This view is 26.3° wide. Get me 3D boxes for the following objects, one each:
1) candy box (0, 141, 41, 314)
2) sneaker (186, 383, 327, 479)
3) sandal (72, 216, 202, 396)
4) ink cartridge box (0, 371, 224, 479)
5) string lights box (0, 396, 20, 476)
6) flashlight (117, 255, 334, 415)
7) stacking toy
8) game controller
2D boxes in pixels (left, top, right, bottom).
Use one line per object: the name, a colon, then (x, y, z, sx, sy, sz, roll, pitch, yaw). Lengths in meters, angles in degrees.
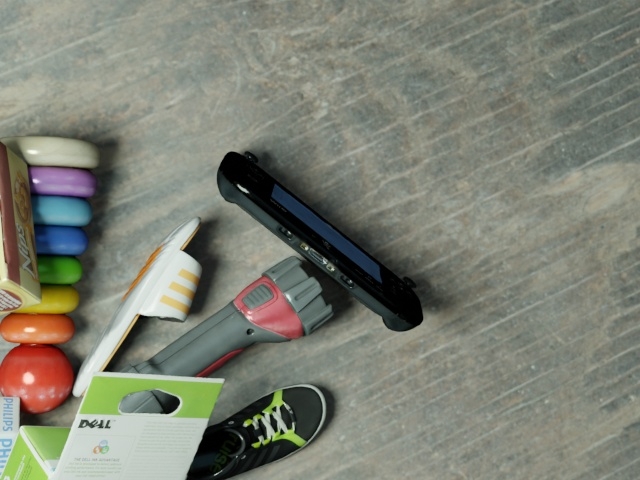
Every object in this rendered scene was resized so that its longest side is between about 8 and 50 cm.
candy box: (-0.482, 0.020, 1.548, 0.316, 0.087, 0.183, -16, 65, 10)
sneaker: (-0.089, 0.251, 1.699, 0.235, 0.097, 0.084, -26, 89, -16)
sandal: (-0.209, 0.092, 1.696, 0.076, 0.102, 0.265, 34, 80, -12)
ink cartridge box: (-0.245, 0.240, 1.570, 0.189, 0.097, 0.255, 9, 112, -41)
string lights box: (-0.482, 0.251, 1.579, 0.260, 0.077, 0.133, 3, 120, -14)
flashlight: (-0.131, 0.140, 1.710, 0.304, 0.103, 0.103, -36, 95, -11)
stacking toy: (-0.336, 0.044, 1.657, 0.141, 0.141, 0.330, 0, 88, -14)
game controller: (0.000, 0.000, 1.725, 0.319, 0.166, 0.067, 38, 91, -7)
